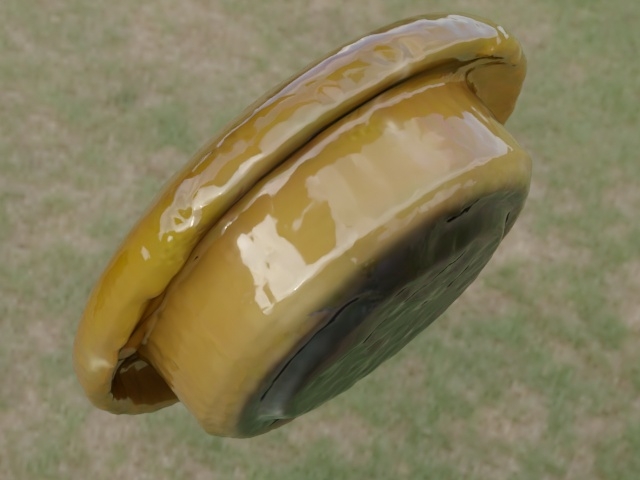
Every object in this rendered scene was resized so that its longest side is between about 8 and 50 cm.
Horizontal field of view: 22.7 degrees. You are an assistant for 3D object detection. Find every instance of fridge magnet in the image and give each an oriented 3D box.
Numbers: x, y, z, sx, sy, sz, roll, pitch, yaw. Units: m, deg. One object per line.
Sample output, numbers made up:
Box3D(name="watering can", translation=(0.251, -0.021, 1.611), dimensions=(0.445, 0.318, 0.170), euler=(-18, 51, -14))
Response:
Box3D(name="fridge magnet", translation=(0.000, 0.000, 0.410), dimensions=(0.143, 0.143, 0.063), euler=(-26, 70, -43))
